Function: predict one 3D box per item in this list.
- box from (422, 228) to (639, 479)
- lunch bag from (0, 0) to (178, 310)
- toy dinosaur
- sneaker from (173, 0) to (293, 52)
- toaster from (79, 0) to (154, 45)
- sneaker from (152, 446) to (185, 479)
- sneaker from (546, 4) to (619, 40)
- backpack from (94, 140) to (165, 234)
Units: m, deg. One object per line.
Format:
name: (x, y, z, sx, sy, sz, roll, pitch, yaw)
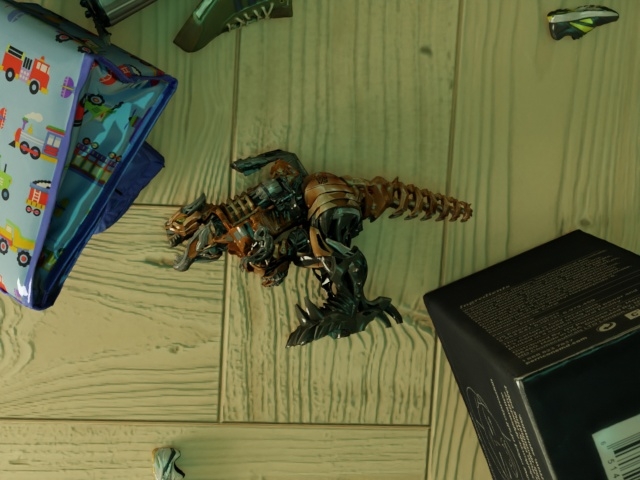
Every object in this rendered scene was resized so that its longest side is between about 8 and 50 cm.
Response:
box: (0.290, 0.184, 1.440, 0.212, 0.395, 0.293, -23, 102, -5)
lunch bag: (-0.315, -0.084, 1.400, 0.221, 0.138, 0.293, 31, 101, 31)
toy dinosaur: (0.000, 0.000, 1.505, 0.322, 0.164, 0.218, -12, 84, 15)
sneaker: (-0.068, -0.264, 1.487, 0.086, 0.064, 0.192, 39, 89, -7)
toaster: (-0.219, -0.304, 1.408, 0.110, 0.168, 0.185, -28, 101, -4)
sneaker: (-0.173, 0.278, 1.574, 0.037, 0.032, 0.083, -4, 100, -7)
sneaker: (0.298, -0.247, 1.564, 0.083, 0.031, 0.035, -5, 113, -3)
backpack: (-0.241, -0.069, 1.478, 0.098, 0.101, 0.120, 42, 95, -5)
